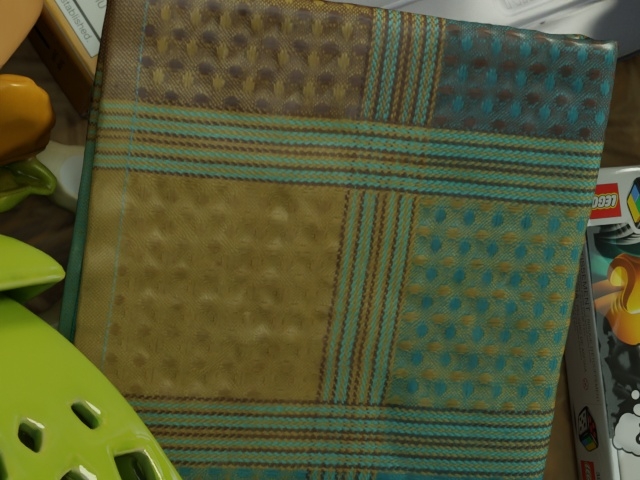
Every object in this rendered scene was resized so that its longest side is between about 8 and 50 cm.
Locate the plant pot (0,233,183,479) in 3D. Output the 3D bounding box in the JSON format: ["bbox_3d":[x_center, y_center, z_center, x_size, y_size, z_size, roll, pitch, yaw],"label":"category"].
[{"bbox_3d":[-0.212,0.123,0.606,0.228,0.227,0.207,-28,81,31],"label":"plant pot"}]

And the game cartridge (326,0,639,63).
[{"bbox_3d":[0.099,-0.195,0.804,0.355,0.068,0.230,-22,86,-19],"label":"game cartridge"}]

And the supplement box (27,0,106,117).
[{"bbox_3d":[-0.157,-0.187,0.750,0.080,0.078,0.233,-31,93,-16],"label":"supplement box"}]

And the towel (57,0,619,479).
[{"bbox_3d":[-0.002,0.061,0.728,0.271,0.040,0.370,6,101,-11],"label":"towel"}]

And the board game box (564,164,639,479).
[{"bbox_3d":[0.296,0.043,0.839,0.305,0.053,0.193,-6,87,-13],"label":"board game box"}]

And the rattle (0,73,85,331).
[{"bbox_3d":[-0.152,0.035,0.704,0.130,0.143,0.199,14,75,-30],"label":"rattle"}]

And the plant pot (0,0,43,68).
[{"bbox_3d":[-0.268,-0.117,0.632,0.291,0.291,0.203,-47,111,-12],"label":"plant pot"}]
